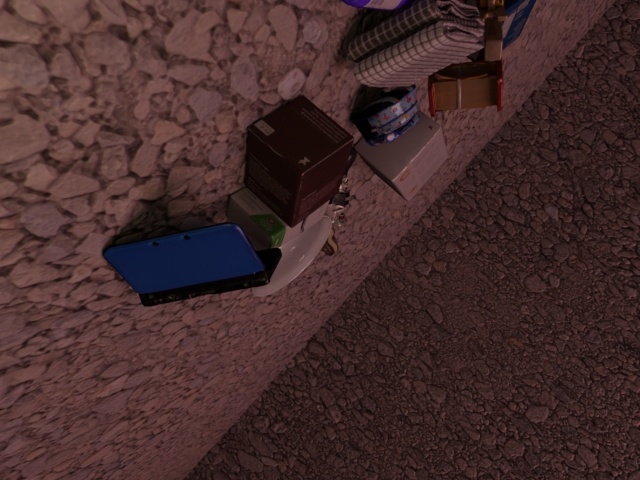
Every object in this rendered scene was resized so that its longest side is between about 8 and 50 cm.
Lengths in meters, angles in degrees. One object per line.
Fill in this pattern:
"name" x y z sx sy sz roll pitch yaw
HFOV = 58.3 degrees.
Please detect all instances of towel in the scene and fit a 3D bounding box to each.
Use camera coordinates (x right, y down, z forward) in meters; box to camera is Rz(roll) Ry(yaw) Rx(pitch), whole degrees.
"towel" 0.221 -0.448 1.288 0.235 0.121 0.283 -19 -178 37

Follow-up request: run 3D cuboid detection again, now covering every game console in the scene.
"game console" -0.256 0.026 1.220 0.292 0.174 0.250 -10 -161 11

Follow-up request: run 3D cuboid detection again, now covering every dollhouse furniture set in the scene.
"dollhouse furniture set" 0.382 -0.522 1.514 0.374 0.201 0.152 74 22 -44

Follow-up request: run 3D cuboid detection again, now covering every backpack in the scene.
"backpack" 0.192 -0.334 1.519 0.158 0.117 0.173 -40 -164 -23

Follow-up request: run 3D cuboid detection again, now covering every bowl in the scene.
"bowl" -0.117 0.005 1.593 0.298 0.134 0.298 -41 161 -18

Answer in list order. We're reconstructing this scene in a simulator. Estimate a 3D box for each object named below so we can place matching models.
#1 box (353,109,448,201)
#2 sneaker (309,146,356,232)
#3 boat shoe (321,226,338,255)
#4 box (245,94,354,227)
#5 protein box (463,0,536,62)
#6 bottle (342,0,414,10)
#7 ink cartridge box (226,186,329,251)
"box" 0.269 -0.282 1.841 0.215 0.168 0.345 -49 164 5
"sneaker" 0.039 -0.119 1.691 0.122 0.146 0.331 -17 145 -56
"boat shoe" -0.004 -0.006 1.955 0.095 0.095 0.257 -31 155 -7
"box" -0.053 -0.174 1.292 0.167 0.168 0.203 -38 161 -29
"protein box" 0.492 -0.645 1.626 0.199 0.136 0.201 -41 162 -22
"bottle" 0.133 -0.513 1.120 0.282 0.092 0.118 -26 151 -51
"ink cartridge box" -0.102 -0.080 1.412 0.208 0.153 0.087 -34 159 -35
